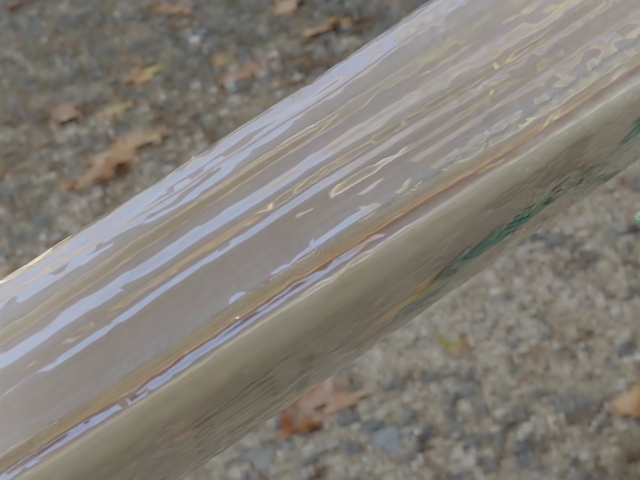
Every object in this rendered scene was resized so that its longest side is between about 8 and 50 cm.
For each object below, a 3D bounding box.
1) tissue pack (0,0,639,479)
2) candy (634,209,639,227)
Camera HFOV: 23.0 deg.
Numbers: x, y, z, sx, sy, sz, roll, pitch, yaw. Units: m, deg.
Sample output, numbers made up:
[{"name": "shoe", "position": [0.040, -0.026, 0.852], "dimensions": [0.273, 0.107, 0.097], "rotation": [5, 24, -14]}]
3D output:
[{"name": "tissue pack", "position": [0.000, 0.000, 0.517], "dimensions": [0.325, 0.071, 0.170], "rotation": [-34, -9, -9]}, {"name": "candy", "position": [0.242, 0.097, 0.897], "dimensions": [0.078, 0.287, 0.084], "rotation": [-2, 41, 50]}]
